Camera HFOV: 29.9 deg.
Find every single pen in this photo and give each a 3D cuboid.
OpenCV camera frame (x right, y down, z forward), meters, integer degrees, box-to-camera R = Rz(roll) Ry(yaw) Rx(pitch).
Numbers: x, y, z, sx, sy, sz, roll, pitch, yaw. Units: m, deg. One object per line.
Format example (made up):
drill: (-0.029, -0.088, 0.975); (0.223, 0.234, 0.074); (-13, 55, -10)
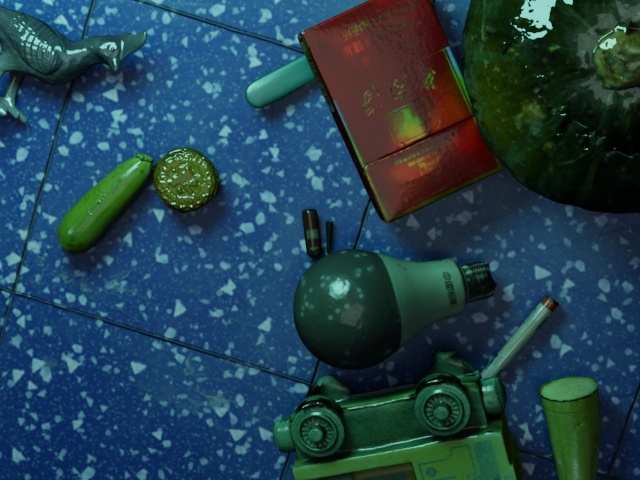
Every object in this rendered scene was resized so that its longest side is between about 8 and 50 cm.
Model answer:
pen: (0.291, 0.184, 1.892); (0.028, 0.028, 0.239); (39, 97, -4)

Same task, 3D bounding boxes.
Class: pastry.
pastry: (-0.209, -0.093, 1.850); (0.109, 0.057, 0.097); (22, 97, -3)

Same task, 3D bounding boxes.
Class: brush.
brush: (-0.030, -0.259, 1.838); (0.193, 0.032, 0.043); (-29, 94, -7)

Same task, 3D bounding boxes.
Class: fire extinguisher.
fire extinguisher: (-0.001, -0.001, 1.877); (0.046, 0.032, 0.100); (-13, 99, -31)

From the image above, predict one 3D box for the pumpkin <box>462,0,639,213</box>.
pumpkin: (0.416, -0.258, 1.665); (0.454, 0.344, 0.455); (0, 94, 5)

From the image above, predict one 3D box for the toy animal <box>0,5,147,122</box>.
toy animal: (-0.457, -0.284, 1.820); (0.367, 0.081, 0.206); (22, 103, 6)

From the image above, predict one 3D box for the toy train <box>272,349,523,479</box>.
toy train: (0.116, 0.315, 1.851); (0.368, 0.150, 0.237); (-12, 105, 14)

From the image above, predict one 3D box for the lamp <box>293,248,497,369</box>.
lamp: (0.107, 0.073, 1.820); (0.313, 0.182, 0.182); (-28, 97, -9)

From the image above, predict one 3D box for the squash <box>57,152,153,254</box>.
squash: (-0.333, -0.058, 1.854); (0.066, 0.066, 0.201); (43, 97, -5)

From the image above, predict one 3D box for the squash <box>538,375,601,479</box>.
squash: (0.394, 0.331, 1.889); (0.094, 0.094, 0.224); (-4, 104, 2)

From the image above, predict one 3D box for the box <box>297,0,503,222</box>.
box: (0.119, -0.207, 1.798); (0.197, 0.089, 0.313); (-25, 98, -4)
